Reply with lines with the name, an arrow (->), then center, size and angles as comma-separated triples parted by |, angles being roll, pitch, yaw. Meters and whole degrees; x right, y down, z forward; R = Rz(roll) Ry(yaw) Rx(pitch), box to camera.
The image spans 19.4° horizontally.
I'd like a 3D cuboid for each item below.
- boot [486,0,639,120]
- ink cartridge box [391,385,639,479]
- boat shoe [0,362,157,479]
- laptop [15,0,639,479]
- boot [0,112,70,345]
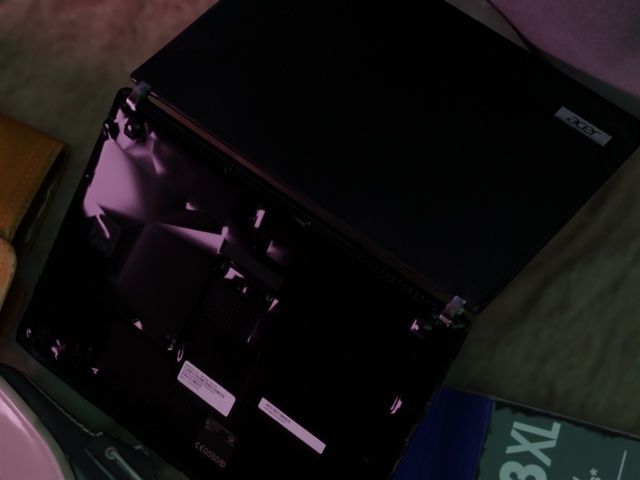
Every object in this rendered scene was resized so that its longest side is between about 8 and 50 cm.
boot -> 0.130, -0.156, 0.934 | 0.338, 0.223, 0.118 | 30, 87, 8
ink cartridge box -> 0.164, 0.191, 0.977 | 0.370, 0.069, 0.176 | 14, 85, 9
boat shoe -> -0.116, 0.142, 1.019 | 0.206, 0.075, 0.065 | 48, 47, 13
laptop -> 0.000, 0.000, 1.011 | 0.234, 0.136, 0.264 | 34, 113, 22
boot -> -0.278, 0.032, 0.999 | 0.211, 0.104, 0.295 | 26, 74, 6
